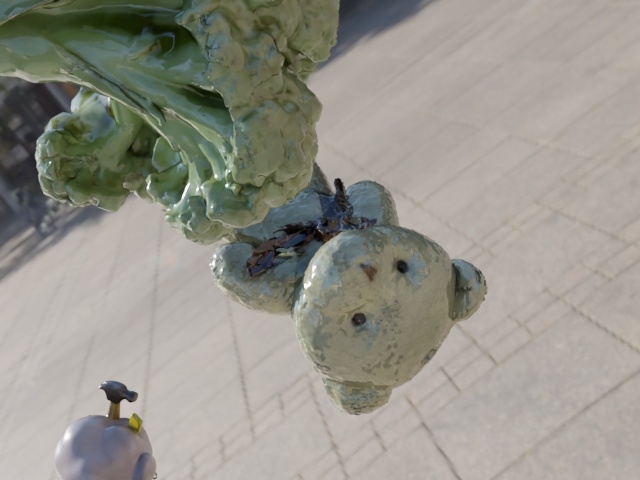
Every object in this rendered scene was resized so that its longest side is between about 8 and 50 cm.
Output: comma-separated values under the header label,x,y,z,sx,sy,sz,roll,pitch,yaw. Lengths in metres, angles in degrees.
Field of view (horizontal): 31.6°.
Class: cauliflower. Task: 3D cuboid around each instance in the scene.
label,x,y,z,sx,sy,sz,roll,pitch,yaw
cauliflower,-0.119,-0.135,0.648,0.281,0.260,0.327,-21,51,6

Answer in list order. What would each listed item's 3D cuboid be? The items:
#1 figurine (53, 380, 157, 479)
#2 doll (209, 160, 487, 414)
label,x,y,z,sx,sy,sz,roll,pitch,yaw
figurine,-0.227,0.274,1.262,0.112,0.228,0.137,-32,17,-36
doll,-0.004,0.002,0.974,0.175,0.278,0.149,-45,-29,-6
